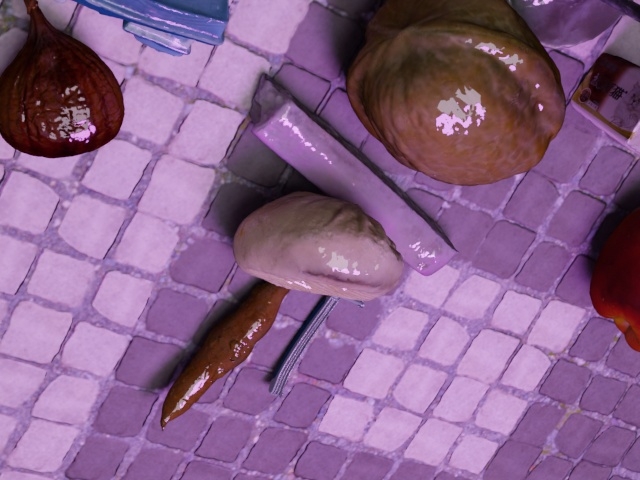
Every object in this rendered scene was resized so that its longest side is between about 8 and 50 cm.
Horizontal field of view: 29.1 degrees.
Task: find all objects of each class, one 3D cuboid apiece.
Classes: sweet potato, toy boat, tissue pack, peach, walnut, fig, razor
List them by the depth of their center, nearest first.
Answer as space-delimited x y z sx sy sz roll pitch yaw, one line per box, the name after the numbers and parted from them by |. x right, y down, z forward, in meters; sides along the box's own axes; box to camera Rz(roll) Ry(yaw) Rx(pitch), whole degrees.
-0.295 -0.198 1.372 0.146 0.134 0.201 -13 114 -26 | fig
-0.219 -0.279 1.376 0.238 0.109 0.098 18 144 -29 | toy boat
0.166 -0.182 1.503 0.283 0.227 0.283 6 154 3 | walnut
0.430 -0.176 1.656 0.106 0.148 0.099 24 107 -31 | tissue pack
-0.128 0.148 1.666 0.274 0.067 0.067 -49 124 0 | sweet potato
-0.017 0.137 1.723 0.068 0.037 0.191 24 109 -35 | razor
0.517 0.054 1.794 0.243 0.199 0.243 -17 127 -24 | peach

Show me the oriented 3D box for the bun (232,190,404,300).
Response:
0.000 0.000 1.568 0.222 0.222 0.127 14 79 -28 | bun

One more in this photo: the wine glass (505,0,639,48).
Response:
0.390 -0.254 1.441 0.267 0.406 0.267 -10 120 -18 | wine glass

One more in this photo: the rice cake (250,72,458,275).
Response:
0.047 -0.070 1.614 0.070 0.064 0.399 -43 125 12 | rice cake
